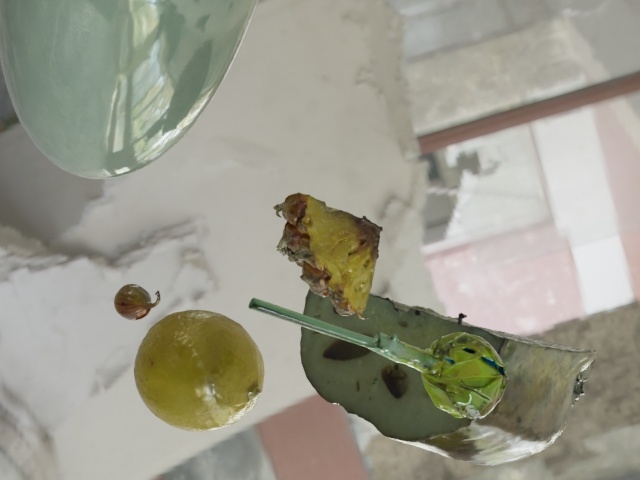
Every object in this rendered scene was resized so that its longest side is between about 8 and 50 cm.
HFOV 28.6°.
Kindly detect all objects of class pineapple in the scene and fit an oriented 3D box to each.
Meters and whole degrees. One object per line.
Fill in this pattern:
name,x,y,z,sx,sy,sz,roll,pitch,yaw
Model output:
pineapple,0.000,0.000,0.994,0.114,0.077,0.114,57,-18,-24

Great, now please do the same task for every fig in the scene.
fig,-0.237,0.080,1.652,0.050,0.083,0.050,8,78,-43

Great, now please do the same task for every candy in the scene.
candy,0.040,0.073,0.850,0.058,0.194,0.062,-63,-159,22

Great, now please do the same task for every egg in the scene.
egg,-0.172,-0.222,1.110,0.230,0.230,0.371,-97,-156,-61

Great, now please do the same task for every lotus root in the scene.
lotus root,0.147,0.149,1.330,0.260,0.267,0.149,18,89,-46

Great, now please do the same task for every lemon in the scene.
lemon,-0.173,0.191,1.821,0.178,0.203,0.178,-37,136,-47
